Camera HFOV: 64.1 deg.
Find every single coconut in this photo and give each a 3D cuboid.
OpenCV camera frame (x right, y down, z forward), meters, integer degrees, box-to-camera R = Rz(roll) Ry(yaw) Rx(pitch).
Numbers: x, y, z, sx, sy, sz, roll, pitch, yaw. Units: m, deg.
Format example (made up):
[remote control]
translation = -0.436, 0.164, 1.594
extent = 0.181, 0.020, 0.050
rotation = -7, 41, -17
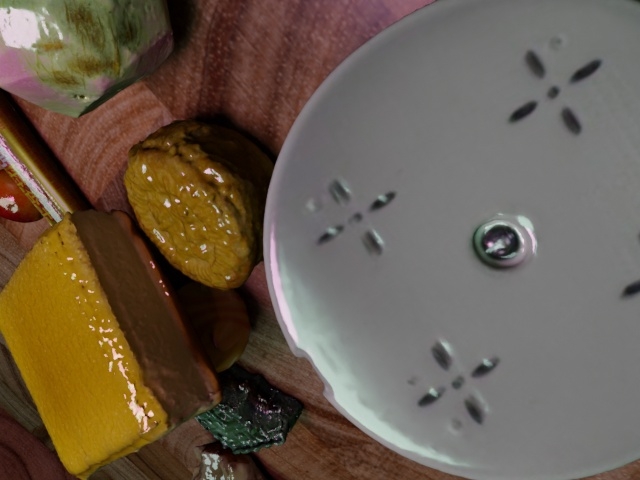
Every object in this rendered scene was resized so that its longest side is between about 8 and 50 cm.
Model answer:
[coconut]
translation = -0.279, -0.244, 0.547
extent = 0.204, 0.235, 0.236
rotation = 31, 138, 31

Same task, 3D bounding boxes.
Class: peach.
[peach]
translation = -0.549, -0.078, 0.930
extent = 0.100, 0.101, 0.101
rotation = 17, 132, 20

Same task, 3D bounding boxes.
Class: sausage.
[sausage]
translation = -0.489, -0.112, 0.880
extent = 0.082, 0.082, 0.372
rotation = -10, 119, 38

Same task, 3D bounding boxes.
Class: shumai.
[shumai]
translation = -0.194, 0.627, 1.272
extent = 0.345, 0.217, 0.284
rotation = -17, 82, 26

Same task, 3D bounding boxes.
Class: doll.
[doll]
translation = -0.222, 0.167, 0.878
extent = 0.269, 0.162, 0.167
rotation = -37, 70, 32

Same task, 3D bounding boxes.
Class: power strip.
[power strip]
translation = 0.144, -0.009, 0.404
extent = 0.356, 0.161, 0.358
rotation = 1, 96, 12

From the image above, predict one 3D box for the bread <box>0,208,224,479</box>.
[bread]
translation = -0.328, 0.162, 0.763
extent = 0.323, 0.143, 0.333
rotation = -33, 82, 37

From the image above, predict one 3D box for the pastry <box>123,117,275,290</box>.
[pastry]
translation = -0.162, -0.046, 0.685
extent = 0.235, 0.132, 0.240
rotation = 25, 134, 12

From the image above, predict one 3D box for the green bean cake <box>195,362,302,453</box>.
[green bean cake]
translation = -0.167, 0.314, 1.002
extent = 0.208, 0.107, 0.193
rotation = 50, 136, -10
